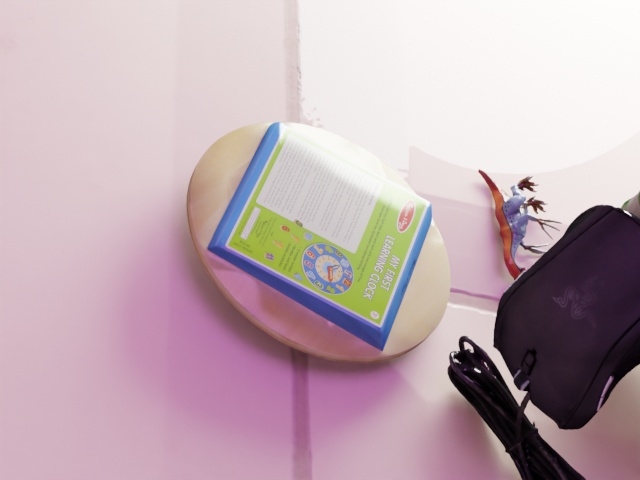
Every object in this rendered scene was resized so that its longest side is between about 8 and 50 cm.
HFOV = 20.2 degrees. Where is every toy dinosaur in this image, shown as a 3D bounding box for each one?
[{"bbox_3d":[0.147,-0.006,1.372,0.090,0.047,0.082,13,50,29],"label":"toy dinosaur"}]

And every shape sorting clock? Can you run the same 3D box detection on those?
[{"bbox_3d":[0.000,0.000,1.280,0.206,0.040,0.206,15,46,-16],"label":"shape sorting clock"}]

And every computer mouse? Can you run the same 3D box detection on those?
[{"bbox_3d":[0.165,0.103,1.140,0.060,0.262,0.184,-26,75,-30],"label":"computer mouse"}]

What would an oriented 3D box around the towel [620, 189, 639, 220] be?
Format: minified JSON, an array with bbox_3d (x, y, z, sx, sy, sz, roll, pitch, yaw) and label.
[{"bbox_3d":[0.293,0.053,1.195,0.248,0.325,0.038,27,81,7],"label":"towel"}]
